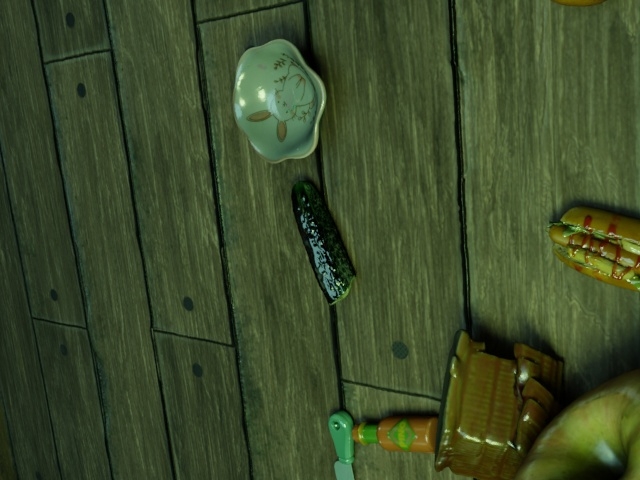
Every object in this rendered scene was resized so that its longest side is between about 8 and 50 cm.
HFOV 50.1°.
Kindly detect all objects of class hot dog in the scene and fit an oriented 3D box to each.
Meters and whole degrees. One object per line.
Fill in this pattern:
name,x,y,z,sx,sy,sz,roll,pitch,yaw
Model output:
hot dog,0.434,0.021,0.957,0.250,0.076,0.104,21,115,30

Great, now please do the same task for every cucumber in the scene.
cucumber,0.000,0.000,1.287,0.074,0.074,0.241,-25,85,39

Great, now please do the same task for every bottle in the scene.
bottle,0.140,0.362,1.279,0.187,0.069,0.069,-14,94,40

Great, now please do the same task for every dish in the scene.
dish,-0.058,-0.257,1.259,0.230,0.081,0.229,15,114,36

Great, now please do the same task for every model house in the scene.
model house,0.301,0.281,1.084,0.229,0.199,0.219,14,154,11

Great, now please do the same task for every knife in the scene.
knife,0.050,0.469,1.404,0.063,0.035,0.260,7,110,40

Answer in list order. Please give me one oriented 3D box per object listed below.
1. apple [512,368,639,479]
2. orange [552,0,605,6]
apple,0.448,0.351,0.843,0.346,0.391,0.391,40,127,-9
orange,0.340,-0.383,0.879,0.159,0.159,0.136,14,67,34
